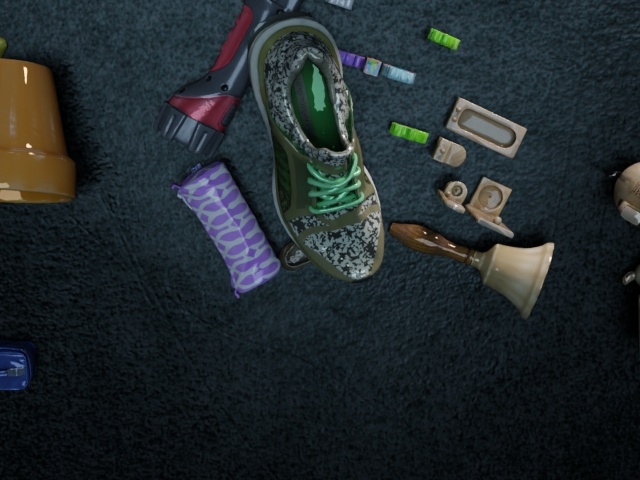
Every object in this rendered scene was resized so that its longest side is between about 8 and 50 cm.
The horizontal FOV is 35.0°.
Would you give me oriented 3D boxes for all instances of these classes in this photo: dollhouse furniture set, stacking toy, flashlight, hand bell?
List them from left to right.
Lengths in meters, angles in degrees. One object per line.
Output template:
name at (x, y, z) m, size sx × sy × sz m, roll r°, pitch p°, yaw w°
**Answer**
flashlight at (-0.133, -0.273, 1.482) m, size 0.103 × 0.103 × 0.304 m, roll 23°, pitch 99°, yaw -32°
stacking toy at (0.081, -0.258, 1.512) m, size 0.221 × 0.052 × 0.167 m, roll 18°, pitch 103°, yaw -7°
hand bell at (0.222, 0.021, 1.560) m, size 0.242 × 0.126 × 0.126 m, roll 21°, pitch 102°, yaw 7°
dollhouse furniture set at (0.242, -0.110, 1.506) m, size 0.144 × 0.123 × 0.151 m, roll 24°, pitch 101°, yaw -6°

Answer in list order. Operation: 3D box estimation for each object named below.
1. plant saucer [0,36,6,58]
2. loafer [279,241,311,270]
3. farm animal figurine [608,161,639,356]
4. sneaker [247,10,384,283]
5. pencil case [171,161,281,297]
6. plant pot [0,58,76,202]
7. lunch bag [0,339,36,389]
plant saucer at (-0.592, -0.262, 1.497) m, size 0.188 × 0.045 × 0.188 m, roll 32°, pitch 100°, yaw -8°
loafer at (0.000, 0.000, 1.564) m, size 0.148 × 0.050 × 0.056 m, roll -41°, pitch 100°, yaw 8°
farm animal figurine at (0.556, 0.004, 1.528) m, size 0.330 × 0.172 × 0.326 m, roll -40°, pitch 88°, yaw 15°
sneaker at (0.001, -0.108, 1.424) m, size 0.158 × 0.182 × 0.410 m, roll -20°, pitch 111°, yaw -3°
pencil case at (-0.140, -0.021, 1.537) m, size 0.088 × 0.086 × 0.206 m, roll -32°, pitch 101°, yaw -7°
plant pot at (-0.453, -0.156, 1.459) m, size 0.205 × 0.205 × 0.187 m, roll 1°, pitch 86°, yaw -1°
lunch bag at (-0.500, 0.195, 1.590) m, size 0.099 × 0.065 × 0.067 m, roll 0°, pitch 102°, yaw -2°
